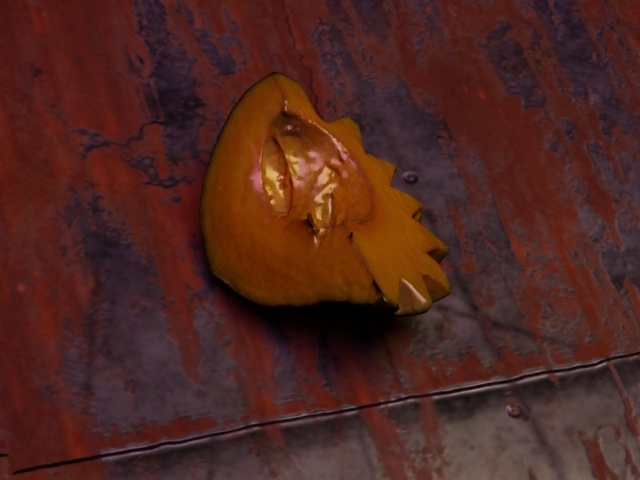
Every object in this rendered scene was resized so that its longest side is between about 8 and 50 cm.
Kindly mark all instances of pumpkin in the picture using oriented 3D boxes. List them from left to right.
[{"bbox_3d":[0.000,0.000,1.629,0.130,0.149,0.254,15,40,-52],"label":"pumpkin"}]
